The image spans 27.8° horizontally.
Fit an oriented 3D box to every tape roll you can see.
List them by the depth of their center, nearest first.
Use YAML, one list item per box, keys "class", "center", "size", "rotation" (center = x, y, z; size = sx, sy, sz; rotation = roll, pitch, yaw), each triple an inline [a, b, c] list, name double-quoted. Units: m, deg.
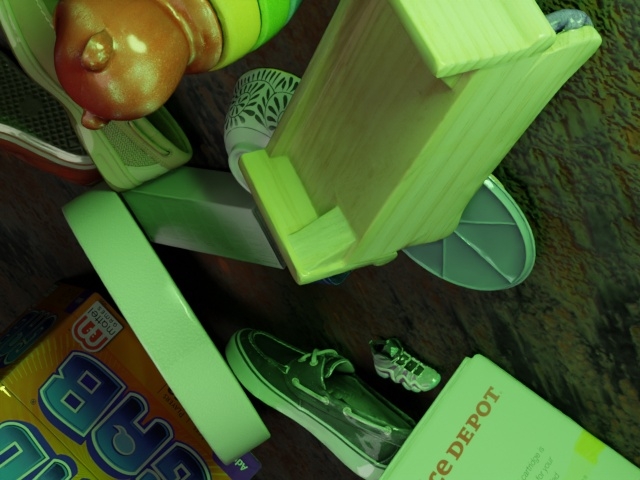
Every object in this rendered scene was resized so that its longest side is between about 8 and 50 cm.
- class: "tape roll"
  center: [-0.194, 0.101, 1.629]
  size: [0.392, 0.072, 0.392]
  rotation: [57, 174, 9]

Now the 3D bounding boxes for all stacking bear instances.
- class: "stacking bear"
  center: [-0.114, -0.214, 1.095]
  size: [0.164, 0.289, 0.175]
  rotation: [36, 149, 6]

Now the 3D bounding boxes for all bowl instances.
- class: "bowl"
  center: [-0.046, -0.094, 1.388]
  size: [0.170, 0.080, 0.170]
  rotation: [27, 148, 19]

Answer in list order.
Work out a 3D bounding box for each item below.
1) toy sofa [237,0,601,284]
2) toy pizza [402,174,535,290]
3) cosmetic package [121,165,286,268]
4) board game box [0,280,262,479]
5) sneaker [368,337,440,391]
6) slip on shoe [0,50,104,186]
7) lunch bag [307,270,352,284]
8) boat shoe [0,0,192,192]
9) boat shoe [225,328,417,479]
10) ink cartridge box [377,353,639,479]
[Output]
- class: "toy sofa"
  center: [0.073, -0.122, 1.146]
  size: [0.150, 0.177, 0.362]
  rotation: [62, 149, 20]
- class: "toy pizza"
  center: [0.134, -0.029, 1.322]
  size: [0.201, 0.032, 0.201]
  rotation: [29, 149, 20]
- class: "cosmetic package"
  center: [-0.134, -0.035, 1.579]
  size: [0.239, 0.060, 0.099]
  rotation: [11, 139, 40]
- class: "board game box"
  center: [-0.374, 0.314, 1.931]
  size: [0.356, 0.356, 0.356]
  rotation: [49, 166, -14]
- class: "sneaker"
  center: [0.098, 0.147, 1.586]
  size: [0.098, 0.038, 0.069]
  rotation: [12, 140, 38]
- class: "slip on shoe"
  center: [-0.398, -0.162, 1.657]
  size: [0.331, 0.123, 0.101]
  rotation: [26, 151, 14]
- class: "lunch bag"
  center: [0.000, 0.000, 1.472]
  size: [0.065, 0.067, 0.098]
  rotation: [-2, 129, 48]
- class: "boat shoe"
  center: [-0.257, -0.208, 1.458]
  size: [0.110, 0.122, 0.341]
  rotation: [-20, 129, 12]
- class: "boat shoe"
  center: [0.002, 0.190, 1.699]
  size: [0.301, 0.108, 0.102]
  rotation: [38, 120, 28]
- class: "ink cartridge box"
  center: [0.239, 0.359, 1.476]
  size: [0.384, 0.279, 0.160]
  rotation: [37, 151, 7]
